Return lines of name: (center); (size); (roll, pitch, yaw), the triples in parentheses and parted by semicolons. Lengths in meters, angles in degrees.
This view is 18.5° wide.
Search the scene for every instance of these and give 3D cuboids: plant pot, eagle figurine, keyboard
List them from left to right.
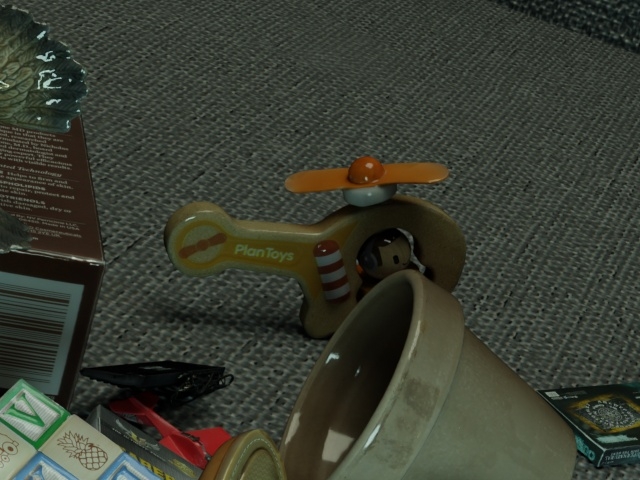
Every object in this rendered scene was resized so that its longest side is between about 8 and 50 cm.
eagle figurine: (-0.389, -0.101, 1.849); (0.298, 0.226, 0.225); (-2, 14, 38)
keyboard: (-0.160, 0.147, 1.992); (0.100, 0.038, 0.192); (6, 2, 24)
plant pot: (0.117, 0.191, 1.891); (0.229, 0.263, 0.263); (29, 21, -13)

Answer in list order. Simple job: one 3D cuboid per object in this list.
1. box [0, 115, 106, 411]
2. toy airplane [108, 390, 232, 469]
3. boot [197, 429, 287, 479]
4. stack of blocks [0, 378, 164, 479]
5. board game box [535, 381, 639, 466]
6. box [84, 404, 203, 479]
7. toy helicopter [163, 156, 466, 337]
box: (-0.319, 0.004, 2.040); (0.143, 0.191, 0.381); (11, 24, -14)
toy airplane: (-0.149, 0.191, 1.944); (0.151, 0.028, 0.151); (15, 22, -6)
boot: (-0.149, 0.267, 1.463); (0.220, 0.283, 0.109); (3, -17, 37)
stack of blocks: (-0.244, 0.214, 1.214); (0.171, 0.087, 0.297); (35, 41, 6)
board game box: (0.348, 0.208, 2.243); (0.186, 0.026, 0.126); (-1, 29, -36)
box: (-0.102, 0.241, 1.613); (0.231, 0.056, 0.183); (35, 6, -12)
toy helicopter: (0.000, 0.000, 2.207); (0.355, 0.235, 0.140); (7, 26, -21)
